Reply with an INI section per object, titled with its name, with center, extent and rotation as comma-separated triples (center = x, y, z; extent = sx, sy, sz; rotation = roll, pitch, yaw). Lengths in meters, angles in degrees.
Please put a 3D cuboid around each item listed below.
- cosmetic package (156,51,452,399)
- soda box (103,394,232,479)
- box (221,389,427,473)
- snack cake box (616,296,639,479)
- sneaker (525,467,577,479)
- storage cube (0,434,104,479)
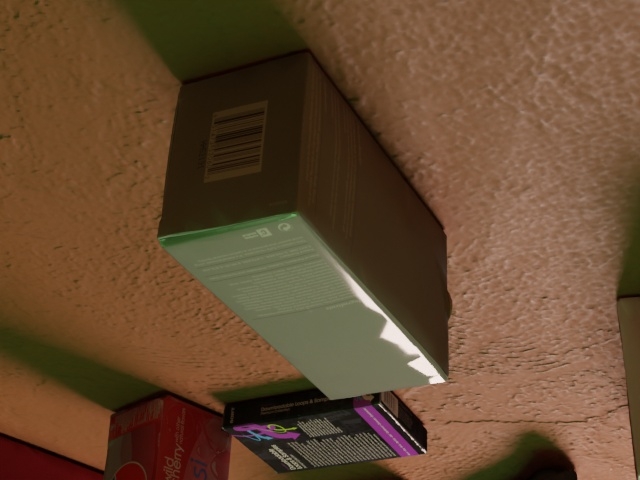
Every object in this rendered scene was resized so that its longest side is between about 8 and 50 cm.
[cosmetic package]
center = 0.000, 0.000, 0.899
extent = 0.107, 0.127, 0.238
rotation = -11, 144, 21
[soda box]
center = -0.146, 0.279, 1.228
extent = 0.083, 0.263, 0.092
rotation = -26, 138, 38
[box]
center = 0.005, 0.177, 1.274
extent = 0.162, 0.029, 0.116
rotation = -13, 144, 22
[snack cake box]
center = 0.304, 0.172, 1.123
extent = 0.089, 0.152, 0.264
rotation = -6, 148, 13
[sneaker]
center = 0.197, 0.317, 1.417
extent = 0.130, 0.109, 0.286
rotation = 9, 146, 3
[storage cube]
center = -0.333, 0.332, 1.407
extent = 0.215, 0.183, 0.193
rotation = -26, 137, 38
